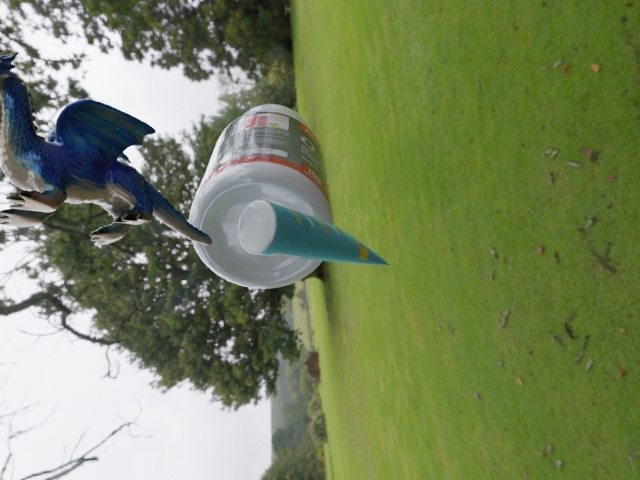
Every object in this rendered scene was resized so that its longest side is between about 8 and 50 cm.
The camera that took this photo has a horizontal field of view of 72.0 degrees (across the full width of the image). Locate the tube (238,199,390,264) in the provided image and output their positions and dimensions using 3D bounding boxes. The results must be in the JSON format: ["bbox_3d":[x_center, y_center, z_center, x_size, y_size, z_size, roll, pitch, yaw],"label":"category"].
[{"bbox_3d":[0.000,0.000,0.499,0.080,0.207,0.052,44,109,33],"label":"tube"}]

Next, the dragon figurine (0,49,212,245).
[{"bbox_3d":[-0.218,-0.079,0.431,0.085,0.289,0.144,-24,63,44],"label":"dragon figurine"}]

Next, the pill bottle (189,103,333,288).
[{"bbox_3d":[-0.092,-0.104,0.770,0.363,0.210,0.210,-95,6,-56],"label":"pill bottle"}]
